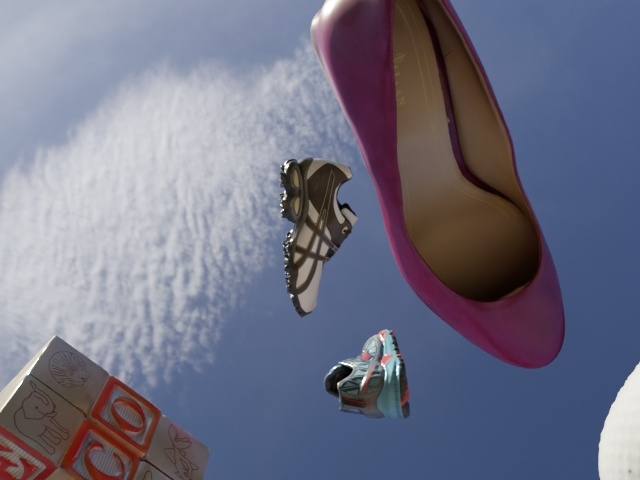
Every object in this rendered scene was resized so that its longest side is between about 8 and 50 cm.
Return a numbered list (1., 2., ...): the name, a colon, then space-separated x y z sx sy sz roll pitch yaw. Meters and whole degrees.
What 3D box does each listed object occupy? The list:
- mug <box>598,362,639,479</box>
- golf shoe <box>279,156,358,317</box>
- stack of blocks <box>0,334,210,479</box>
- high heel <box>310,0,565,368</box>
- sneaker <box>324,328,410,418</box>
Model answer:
1. mug: 0.594 0.269 0.987 0.374 0.328 0.276 -19 -128 -38
2. golf shoe: 0.000 0.000 0.796 0.094 0.198 0.077 -3 -156 -6
3. stack of blocks: -0.206 0.224 0.446 0.171 0.087 0.297 42 -72 -15
4. high heel: 0.111 -0.026 0.510 0.127 0.181 0.377 -38 -74 -2
5. sneaker: 0.067 0.206 1.076 0.125 0.262 0.104 -4 -87 1
